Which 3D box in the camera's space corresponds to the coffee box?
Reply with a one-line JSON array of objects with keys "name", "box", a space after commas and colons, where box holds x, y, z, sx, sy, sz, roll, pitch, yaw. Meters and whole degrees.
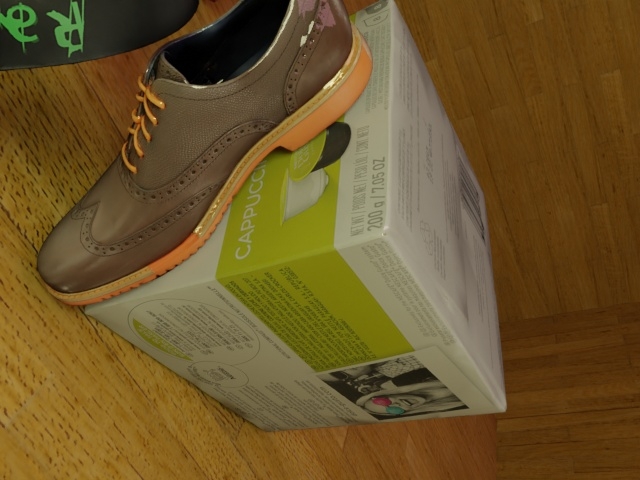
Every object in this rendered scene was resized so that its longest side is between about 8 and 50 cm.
[{"name": "coffee box", "box": [0.000, 0.000, 0.677, 0.338, 0.334, 0.338, 50, 36, -41]}]

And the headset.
[{"name": "headset", "box": [-0.226, -0.224, 0.487, 0.394, 0.243, 0.185, -100, -170, -48]}]

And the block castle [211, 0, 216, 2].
[{"name": "block castle", "box": [-0.167, -0.533, 0.661, 0.213, 0.303, 0.453, -38, 122, -16]}]

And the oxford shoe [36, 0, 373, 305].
[{"name": "oxford shoe", "box": [-0.127, -0.090, 0.476, 0.130, 0.363, 0.133, 49, 4, 33]}]
